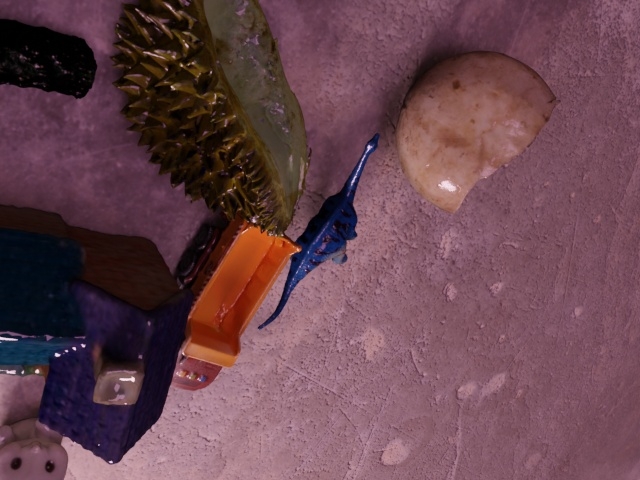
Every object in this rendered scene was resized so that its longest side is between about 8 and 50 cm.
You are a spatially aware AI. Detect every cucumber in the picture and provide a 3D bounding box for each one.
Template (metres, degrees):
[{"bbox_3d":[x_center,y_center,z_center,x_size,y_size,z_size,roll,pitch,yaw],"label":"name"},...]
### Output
[{"bbox_3d":[-0.376,-0.195,0.679,0.303,0.072,0.081,-7,119,-53],"label":"cucumber"}]

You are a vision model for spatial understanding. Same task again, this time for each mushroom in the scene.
[{"bbox_3d":[0.220,-0.188,1.046,0.253,0.195,0.189,-44,95,4],"label":"mushroom"}]

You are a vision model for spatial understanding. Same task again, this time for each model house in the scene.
[{"bbox_3d":[-0.323,0.115,0.795,0.312,0.280,0.245,11,108,-33],"label":"model house"}]

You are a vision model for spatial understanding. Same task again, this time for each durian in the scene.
[{"bbox_3d":[-0.133,-0.177,0.842,0.198,0.163,0.394,-46,116,-51],"label":"durian"}]

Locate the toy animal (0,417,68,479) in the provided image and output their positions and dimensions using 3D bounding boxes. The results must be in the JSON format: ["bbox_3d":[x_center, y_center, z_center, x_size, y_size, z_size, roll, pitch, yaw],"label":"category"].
[{"bbox_3d":[-0.397,0.336,0.905,0.103,0.221,0.131,8,111,-29],"label":"toy animal"}]

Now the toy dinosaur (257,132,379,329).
[{"bbox_3d":[0.012,-0.008,1.013,0.329,0.076,0.144,-57,169,5],"label":"toy dinosaur"}]

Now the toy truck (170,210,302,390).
[{"bbox_3d":[-0.152,0.087,0.973,0.114,0.135,0.270,27,98,-38],"label":"toy truck"}]
